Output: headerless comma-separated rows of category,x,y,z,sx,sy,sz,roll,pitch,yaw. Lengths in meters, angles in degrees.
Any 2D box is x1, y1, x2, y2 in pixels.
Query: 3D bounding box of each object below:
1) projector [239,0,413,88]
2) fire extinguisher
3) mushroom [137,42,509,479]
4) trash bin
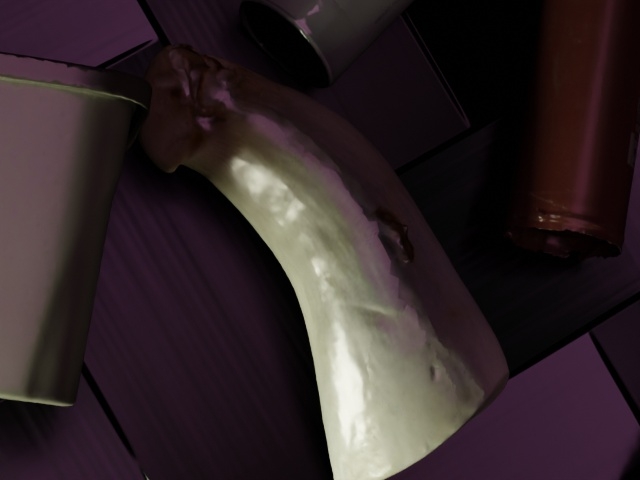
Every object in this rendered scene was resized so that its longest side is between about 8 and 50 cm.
projector,0.079,-0.278,1.704,0.108,0.108,0.337,44,74,-3
fire extinguisher,0.250,-0.150,1.731,0.147,0.106,0.337,20,76,-35
mushroom,-0.001,-0.001,1.632,0.177,0.126,0.397,-30,92,-8
trash bin,-0.256,-0.006,1.527,0.220,0.219,0.250,7,85,-10
